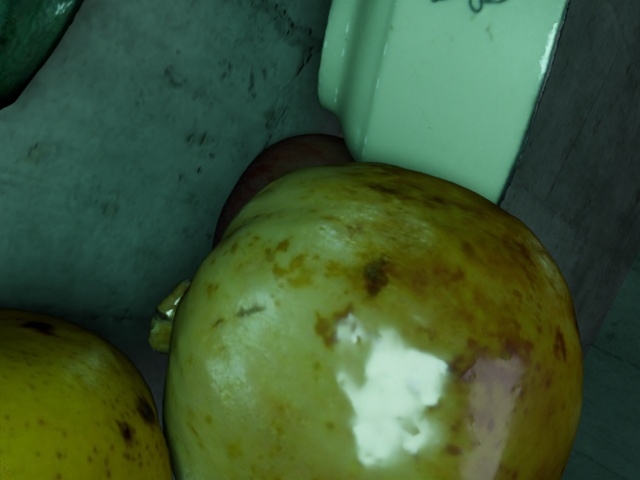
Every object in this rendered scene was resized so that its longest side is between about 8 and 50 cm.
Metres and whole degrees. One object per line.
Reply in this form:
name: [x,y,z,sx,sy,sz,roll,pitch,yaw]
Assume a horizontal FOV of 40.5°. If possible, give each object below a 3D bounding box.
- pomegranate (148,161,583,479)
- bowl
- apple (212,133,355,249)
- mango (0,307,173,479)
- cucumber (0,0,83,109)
pomegranate: [0.020,0.073,0.466,0.248,0.248,0.248,-42,147,-36]
bowl: [0.073,-0.130,0.540,0.238,0.126,0.238,14,90,-87]
apple: [0.000,0.000,0.632,0.153,0.120,0.153,-43,147,-36]
mango: [-0.176,0.106,0.354,0.290,0.191,0.160,14,95,-58]
cucumber: [-0.111,-0.163,0.354,0.115,0.063,0.244,-10,124,-57]
